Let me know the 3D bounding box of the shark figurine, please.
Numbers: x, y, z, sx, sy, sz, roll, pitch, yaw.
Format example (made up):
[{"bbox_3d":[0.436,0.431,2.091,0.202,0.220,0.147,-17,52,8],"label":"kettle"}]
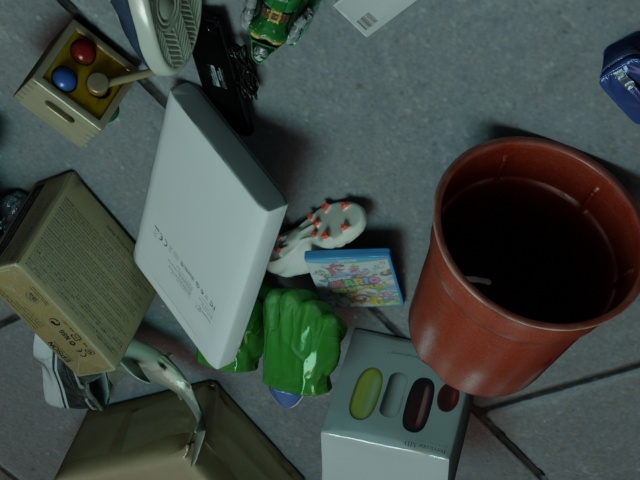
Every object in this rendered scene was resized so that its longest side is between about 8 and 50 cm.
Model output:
[{"bbox_3d":[-0.280,0.219,2.144,0.278,0.166,0.116,36,126,-10],"label":"shark figurine"}]

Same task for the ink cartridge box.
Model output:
[{"bbox_3d":[-0.359,0.051,1.997,0.088,0.193,0.235,-14,127,35],"label":"ink cartridge box"}]

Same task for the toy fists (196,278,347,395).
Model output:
[{"bbox_3d":[-0.075,0.125,1.983,0.279,0.096,0.142,13,105,44],"label":"toy fists"}]

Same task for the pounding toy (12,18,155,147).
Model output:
[{"bbox_3d":[-0.292,-0.205,1.766,0.141,0.130,0.100,37,148,-18],"label":"pounding toy"}]

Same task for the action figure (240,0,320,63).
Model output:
[{"bbox_3d":[-0.043,-0.294,1.617,0.137,0.063,0.232,20,142,-4],"label":"action figure"}]

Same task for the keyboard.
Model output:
[{"bbox_3d":[-0.115,-0.217,1.753,0.100,0.038,0.192,23,145,33],"label":"keyboard"}]

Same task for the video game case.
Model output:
[{"bbox_3d":[0.050,0.055,1.922,0.119,0.015,0.166,-2,153,10],"label":"video game case"}]

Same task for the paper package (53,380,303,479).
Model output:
[{"bbox_3d":[-0.240,0.418,2.355,0.324,0.168,0.309,-17,126,33],"label":"paper package"}]

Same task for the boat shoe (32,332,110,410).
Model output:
[{"bbox_3d":[-0.390,0.171,2.212,0.119,0.121,0.335,9,148,1],"label":"boat shoe"}]

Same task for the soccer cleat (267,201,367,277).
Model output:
[{"bbox_3d":[0.000,0.000,1.907,0.196,0.068,0.076,-25,140,37],"label":"soccer cleat"}]

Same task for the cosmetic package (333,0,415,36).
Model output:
[{"bbox_3d":[0.120,-0.326,1.488,0.060,0.099,0.239,41,134,-18],"label":"cosmetic package"}]

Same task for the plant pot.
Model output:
[{"bbox_3d":[0.238,0.054,1.736,0.272,0.272,0.265,21,146,0],"label":"plant pot"}]

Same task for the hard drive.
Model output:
[{"bbox_3d":[-0.159,-0.013,1.871,0.233,0.047,0.353,51,145,24],"label":"hard drive"}]

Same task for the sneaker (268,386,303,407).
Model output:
[{"bbox_3d":[-0.056,0.199,2.117,0.080,0.081,0.211,12,139,8],"label":"sneaker"}]

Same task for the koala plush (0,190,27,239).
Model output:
[{"bbox_3d":[-0.530,-0.075,1.956,0.196,0.203,0.221,16,126,5],"label":"koala plush"}]

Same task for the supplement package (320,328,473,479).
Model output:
[{"bbox_3d":[0.117,0.268,2.029,0.194,0.203,0.149,10,137,11],"label":"supplement package"}]

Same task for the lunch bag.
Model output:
[{"bbox_3d":[0.368,-0.180,1.566,0.098,0.065,0.067,41,134,-20],"label":"lunch bag"}]

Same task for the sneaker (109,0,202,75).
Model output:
[{"bbox_3d":[-0.253,-0.350,1.601,0.148,0.131,0.350,4,130,27],"label":"sneaker"}]
